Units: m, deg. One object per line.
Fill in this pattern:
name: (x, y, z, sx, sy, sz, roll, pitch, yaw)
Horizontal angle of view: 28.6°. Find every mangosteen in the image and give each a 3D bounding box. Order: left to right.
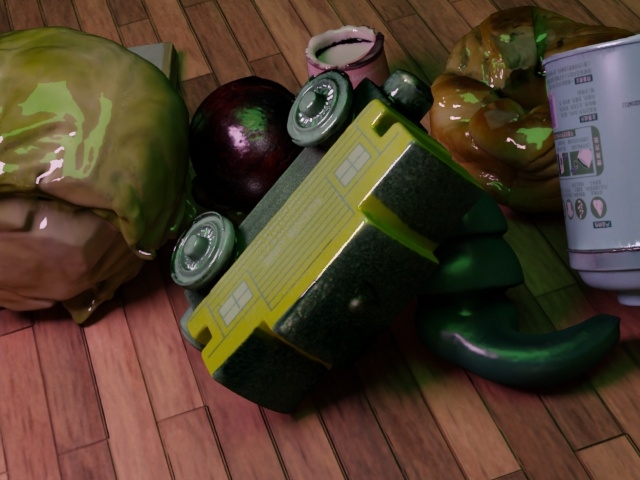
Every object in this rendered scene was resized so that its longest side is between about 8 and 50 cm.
mangosteen: (-0.098, -0.121, 1.777, 0.216, 0.216, 0.216, -7, 40, 5)

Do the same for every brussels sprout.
brussels sprout: (-0.376, -0.111, 1.697, 0.425, 0.342, 0.361, -2, 50, 8)

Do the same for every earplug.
earplug: (0.202, 0.047, 1.529, 0.164, 0.280, 0.257, -6, -8, -44)

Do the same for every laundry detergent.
laundry detergent: (0.423, -0.085, 1.490, 0.287, 0.305, 0.287, -8, 2, 0)

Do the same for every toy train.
toy train: (0.000, 0.000, 1.509, 0.442, 0.179, 0.272, -50, 38, 12)

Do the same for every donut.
donut: (0.324, -0.194, 1.785, 0.360, 0.170, 0.360, -5, 40, 4)

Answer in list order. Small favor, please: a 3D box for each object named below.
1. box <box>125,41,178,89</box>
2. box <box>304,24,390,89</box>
box: (-0.341, -0.231, 2.077, 0.211, 0.045, 0.270, -9, 40, 2)
box: (0.045, -0.250, 1.941, 0.151, 0.135, 0.151, -6, 38, 5)
